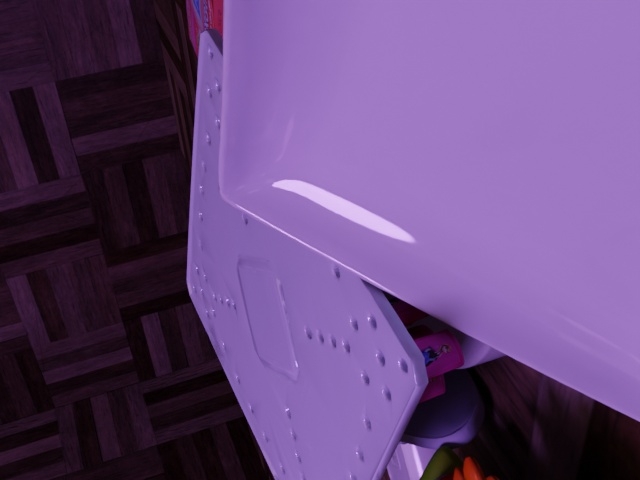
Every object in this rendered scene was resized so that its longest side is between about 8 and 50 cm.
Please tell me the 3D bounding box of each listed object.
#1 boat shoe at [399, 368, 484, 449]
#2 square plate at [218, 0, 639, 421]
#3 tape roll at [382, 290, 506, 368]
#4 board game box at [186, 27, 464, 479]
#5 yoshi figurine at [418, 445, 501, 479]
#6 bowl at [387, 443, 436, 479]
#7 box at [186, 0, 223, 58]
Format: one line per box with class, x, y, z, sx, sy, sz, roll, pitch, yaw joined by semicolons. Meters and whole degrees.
boat shoe;0.080;0.180;0.951;0.306;0.113;0.105;8;140;52
square plate;0.108;-0.035;0.413;0.344;0.049;0.347;28;155;6
tape roll;0.092;-0.081;0.734;0.392;0.072;0.392;164;90;-77
board game box;-0.031;0.066;0.783;0.390;0.050;0.390;59;152;33
yoshi figurine;0.142;0.316;0.717;0.203;0.203;0.362;37;163;8
bowl;0.115;0.265;1.053;0.142;0.053;0.142;167;89;-75
box;-0.072;-0.309;0.955;0.300;0.154;0.142;95;156;-57
